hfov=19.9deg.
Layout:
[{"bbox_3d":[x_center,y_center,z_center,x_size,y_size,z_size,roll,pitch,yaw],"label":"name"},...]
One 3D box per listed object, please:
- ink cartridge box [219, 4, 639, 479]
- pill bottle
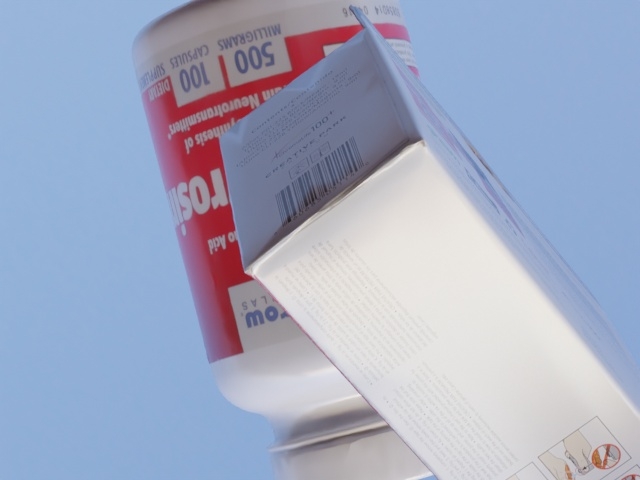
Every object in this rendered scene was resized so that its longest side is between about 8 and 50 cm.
[{"bbox_3d":[0.082,0.030,1.181,0.130,0.309,0.272,-37,-156,10],"label":"ink cartridge box"},{"bbox_3d":[0.000,0.000,1.497,0.229,0.229,0.407,-16,-95,13],"label":"pill bottle"}]
